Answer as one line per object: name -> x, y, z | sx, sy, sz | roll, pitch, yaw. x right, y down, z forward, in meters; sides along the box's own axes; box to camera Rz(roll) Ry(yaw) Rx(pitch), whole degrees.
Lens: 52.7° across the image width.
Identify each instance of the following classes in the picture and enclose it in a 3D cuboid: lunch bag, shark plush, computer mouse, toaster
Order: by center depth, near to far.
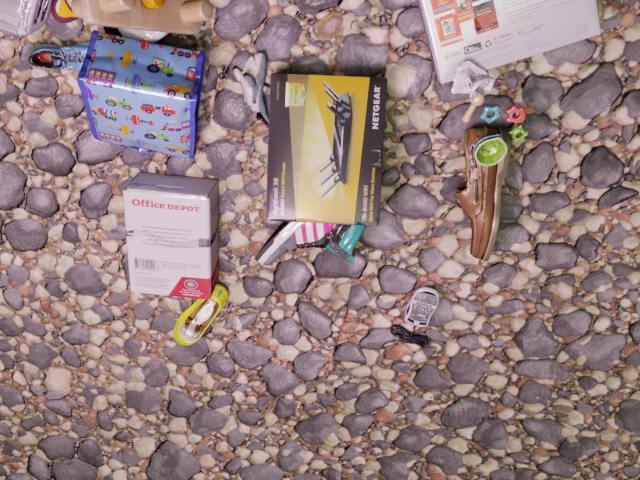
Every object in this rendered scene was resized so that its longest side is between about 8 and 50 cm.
toaster -> -0.609, -0.512, 1.266 | 0.146, 0.129, 0.227 | 22, 115, -13
lunch bag -> -0.367, -0.264, 1.350 | 0.220, 0.138, 0.293 | 9, 149, -9
shark plush -> -0.128, -0.316, 1.385 | 0.067, 0.073, 0.161 | -26, 112, -17
computer mouse -> 0.250, 0.186, 1.636 | 0.105, 0.042, 0.193 | 17, 123, 0

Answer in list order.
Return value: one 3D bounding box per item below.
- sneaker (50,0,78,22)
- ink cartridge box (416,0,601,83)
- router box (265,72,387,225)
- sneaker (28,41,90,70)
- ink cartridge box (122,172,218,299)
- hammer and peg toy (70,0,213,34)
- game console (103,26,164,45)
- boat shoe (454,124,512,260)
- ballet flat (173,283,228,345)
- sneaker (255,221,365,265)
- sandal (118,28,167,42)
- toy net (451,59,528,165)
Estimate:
sneaker -> -0.478, -0.497, 1.288 | 0.185, 0.084, 0.070 | -33, 112, 18
ink cartridge box -> 0.339, -0.484, 1.223 | 0.309, 0.130, 0.272 | -15, 117, 10
router box -> 0.011, -0.191, 1.370 | 0.242, 0.081, 0.309 | 2, 97, 2
sneaker -> -0.534, -0.378, 1.360 | 0.161, 0.073, 0.064 | -2, 118, 4
ink cartridge box -> -0.345, -0.011, 1.521 | 0.196, 0.114, 0.273 | 6, 119, 1
hammer and peg toy -> -0.314, -0.539, 1.077 | 0.127, 0.265, 0.362 | 4, 104, 33
game console -> -0.382, -0.446, 1.351 | 0.122, 0.071, 0.107 | 8, 148, 0
boat shoe -> 0.350, -0.105, 1.446 | 0.104, 0.111, 0.308 | 4, 108, 4
ballet flat -> -0.315, 0.204, 1.655 | 0.077, 0.077, 0.231 | 33, 115, -15
sneaker -> 0.000, 0.000, 1.510 | 0.295, 0.124, 0.178 | -41, 99, 20
sandal -> -0.238, -0.542, 1.249 | 0.416, 0.102, 0.169 | -30, 96, 20
toy net -> 0.336, -0.255, 1.274 | 0.122, 0.045, 0.232 | -20, 131, 16
